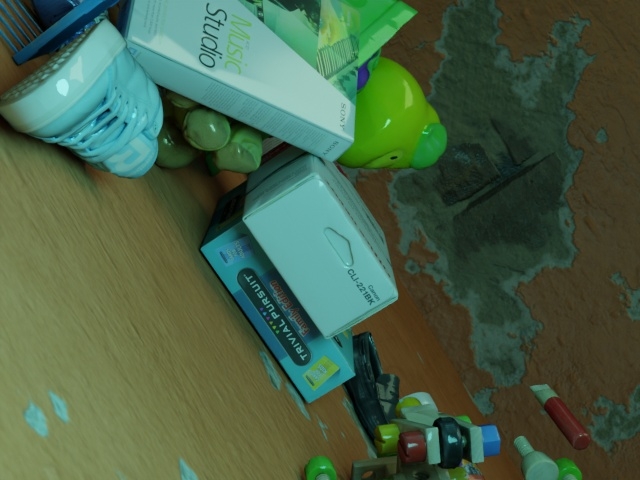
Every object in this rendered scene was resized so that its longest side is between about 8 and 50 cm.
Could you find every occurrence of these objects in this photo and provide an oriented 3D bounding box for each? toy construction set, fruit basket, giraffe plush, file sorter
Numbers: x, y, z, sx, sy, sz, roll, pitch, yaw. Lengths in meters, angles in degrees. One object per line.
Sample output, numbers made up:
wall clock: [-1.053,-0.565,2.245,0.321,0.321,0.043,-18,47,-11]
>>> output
toy construction set: [0.154,0.265,1.588,0.257,0.309,0.237,63,0,-25]
fruit basket: [0.010,-0.208,1.956,0.392,0.283,0.392,27,-38,24]
giraffe plush: [-0.169,-0.162,1.720,0.181,0.170,0.210,62,30,-11]
file sorter: [-0.305,-0.280,1.460,0.104,0.118,0.170,53,8,-10]

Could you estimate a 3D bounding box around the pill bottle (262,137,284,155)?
pill bottle: [-0.066,-0.148,2.364,0.131,0.131,0.229,47,13,-55]

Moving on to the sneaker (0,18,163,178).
sneaker: [-0.219,-0.134,1.346,0.150,0.135,0.366,52,9,-9]

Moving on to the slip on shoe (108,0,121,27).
slip on shoe: [-0.267,-0.351,2.036,0.123,0.101,0.331,60,9,1]

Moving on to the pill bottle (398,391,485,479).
pill bottle: [0.180,0.340,2.057,0.108,0.108,0.193,46,13,-55]

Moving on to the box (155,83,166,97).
box: [-0.236,-0.206,1.922,0.094,0.027,0.137,60,8,9]

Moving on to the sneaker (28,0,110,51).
sneaker: [-0.281,-0.242,1.594,0.211,0.080,0.081,52,6,-28]

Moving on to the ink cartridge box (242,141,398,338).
ink cartridge box: [-0.002,-0.017,1.720,0.197,0.114,0.273,56,8,-15]

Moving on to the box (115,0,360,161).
box: [-0.096,-0.258,1.635,0.322,0.058,0.232,23,51,-26]

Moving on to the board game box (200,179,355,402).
board game box: [-0.054,0.055,1.835,0.253,0.079,0.336,56,8,-11]

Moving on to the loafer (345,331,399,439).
loafer: [0.088,0.235,2.008,0.076,0.078,0.223,46,14,-54]
